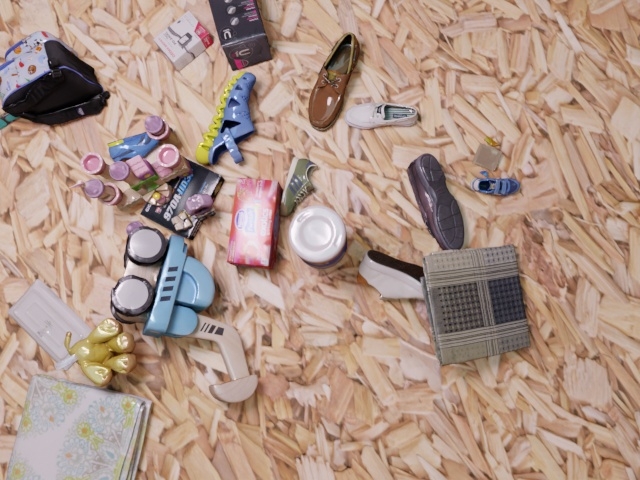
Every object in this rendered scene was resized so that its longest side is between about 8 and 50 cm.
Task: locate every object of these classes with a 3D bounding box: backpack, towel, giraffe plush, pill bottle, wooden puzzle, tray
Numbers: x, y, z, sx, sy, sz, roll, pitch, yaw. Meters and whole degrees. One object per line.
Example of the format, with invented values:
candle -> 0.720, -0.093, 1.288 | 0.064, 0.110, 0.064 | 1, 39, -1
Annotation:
backpack -> -0.844, -0.485, 1.630 | 0.263, 0.276, 0.213 | -30, 76, 5
towel -> 0.436, 0.174, 1.513 | 0.324, 0.056, 0.313 | -5, 84, -21
giraffe plush -> -0.629, 0.331, 1.542 | 0.210, 0.170, 0.182 | -11, 77, -10
towel -> -0.697, 0.584, 1.550 | 0.374, 0.090, 0.321 | 10, 80, 5
pill bottle -> 0.000, 0.000, 1.495 | 0.152, 0.272, 0.153 | -1, 82, 4
wooden puzzle -> 0.509, -0.255, 1.634 | 0.078, 0.014, 0.116 | 30, 84, 11
tray -> -0.825, 0.255, 1.630 | 0.270, 0.030, 0.145 | 41, 87, 8

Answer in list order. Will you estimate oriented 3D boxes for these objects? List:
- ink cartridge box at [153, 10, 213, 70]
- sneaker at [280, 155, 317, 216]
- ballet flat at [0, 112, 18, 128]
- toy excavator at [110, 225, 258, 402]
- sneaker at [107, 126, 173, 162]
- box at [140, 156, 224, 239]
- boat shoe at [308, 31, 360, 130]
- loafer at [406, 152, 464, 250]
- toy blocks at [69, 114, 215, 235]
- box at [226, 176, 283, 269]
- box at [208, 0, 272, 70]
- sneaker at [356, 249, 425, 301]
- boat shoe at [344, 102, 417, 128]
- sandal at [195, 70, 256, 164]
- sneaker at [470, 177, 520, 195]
ink cartridge box -> -0.440, -0.640, 1.718 | 0.150, 0.063, 0.109 | -41, 82, -3
sneaker -> -0.062, -0.160, 1.625 | 0.086, 0.064, 0.192 | 11, 80, 10
ballet flat -> -1.024, -0.395, 1.734 | 0.114, 0.041, 0.041 | -29, 81, -1
toy excavator -> -0.369, 0.214, 1.523 | 0.444, 0.222, 0.433 | 15, 69, -17
sneaker -> -0.558, -0.298, 1.682 | 0.209, 0.069, 0.082 | -19, 105, -4
box -> -0.424, -0.136, 1.651 | 0.175, 0.051, 0.220 | 27, 85, 7
boat shoe -> 0.033, -0.495, 1.648 | 0.110, 0.104, 0.308 | 18, 83, 6
loafer -> 0.340, -0.106, 1.596 | 0.109, 0.095, 0.303 | -15, 85, -29
toy blocks -> -0.504, -0.170, 1.503 | 0.288, 0.260, 0.309 | -28, 82, 0
box -> -0.192, -0.047, 1.588 | 0.128, 0.122, 0.257 | 6, 82, 5
box -> -0.259, -0.701, 1.664 | 0.143, 0.165, 0.271 | -16, 81, 0
sneaker -> 0.243, 0.133, 1.568 | 0.290, 0.106, 0.123 | 24, 119, -2
boat shoe -> 0.186, -0.393, 1.639 | 0.226, 0.076, 0.083 | -3, 81, 3
sandal -> -0.261, -0.362, 1.647 | 0.138, 0.126, 0.318 | 23, 92, 3
sneaker -> 0.522, -0.160, 1.591 | 0.144, 0.059, 0.053 | 1, 96, 5
